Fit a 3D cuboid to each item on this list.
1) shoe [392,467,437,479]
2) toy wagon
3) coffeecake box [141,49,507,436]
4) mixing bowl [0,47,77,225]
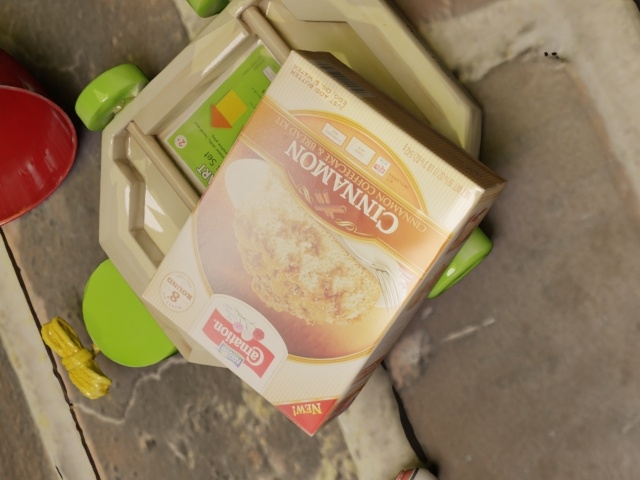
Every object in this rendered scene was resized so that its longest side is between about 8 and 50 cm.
[{"bbox_3d":[0.004,0.210,0.842,0.081,0.063,0.178,36,111,9],"label":"shoe"},{"bbox_3d":[-0.057,-0.020,0.840,0.344,0.068,0.267,-42,80,20],"label":"toy wagon"},{"bbox_3d":[0.000,0.000,0.746,0.142,0.068,0.185,37,108,13],"label":"coffeecake box"},{"bbox_3d":[-0.277,-0.087,0.877,0.181,0.181,0.098,-36,60,20],"label":"mixing bowl"}]
